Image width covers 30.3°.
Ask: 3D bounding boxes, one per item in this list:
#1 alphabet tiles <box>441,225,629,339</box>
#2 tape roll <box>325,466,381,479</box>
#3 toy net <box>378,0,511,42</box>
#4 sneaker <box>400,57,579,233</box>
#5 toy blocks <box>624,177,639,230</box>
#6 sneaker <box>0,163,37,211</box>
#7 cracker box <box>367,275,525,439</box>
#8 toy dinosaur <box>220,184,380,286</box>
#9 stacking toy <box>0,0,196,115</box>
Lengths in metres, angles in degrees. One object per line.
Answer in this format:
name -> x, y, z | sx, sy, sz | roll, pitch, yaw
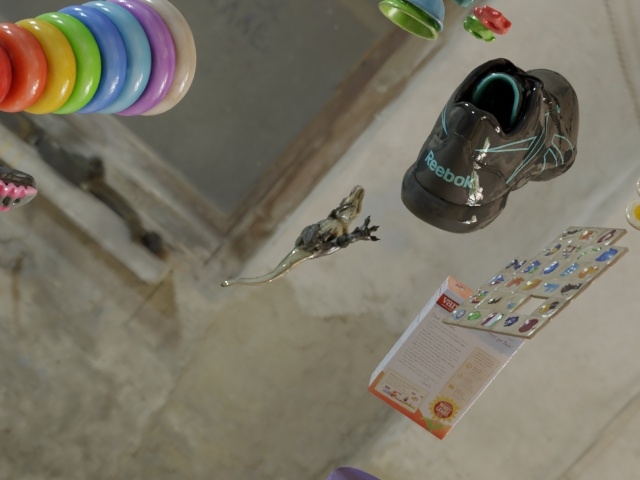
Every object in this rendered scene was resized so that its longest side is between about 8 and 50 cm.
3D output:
alphabet tiles -> 0.303, 0.052, 1.616 | 0.009, 0.237, 0.198 | 59, -22, -17
tape roll -> 0.063, 0.373, 1.455 | 0.189, 0.080, 0.189 | 35, 14, -10
toy net -> 0.123, -0.223, 1.096 | 0.122, 0.045, 0.232 | 32, -3, 0
sneaker -> 0.162, -0.099, 0.978 | 0.101, 0.106, 0.267 | 28, 36, 15
toy blocks -> 0.436, -0.080, 1.398 | 0.148, 0.123, 0.054 | 97, -24, -52
sneaker -> -0.234, -0.053, 0.744 | 0.119, 0.047, 0.057 | 13, 60, -35
cracker box -> 0.207, 0.195, 1.954 | 0.156, 0.232, 0.067 | 35, 21, -3
toy dinosaur -> 0.000, 0.000, 1.559 | 0.268, 0.118, 0.064 | -33, 102, -39
stacking toy -> -0.275, -0.186, 1.229 | 0.141, 0.141, 0.330 | 45, 28, 14
